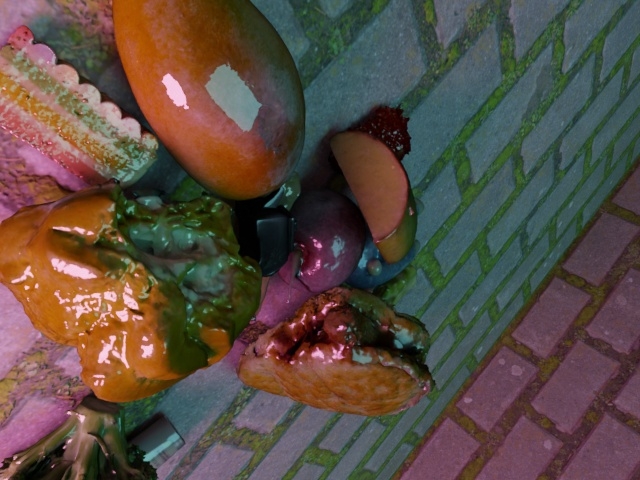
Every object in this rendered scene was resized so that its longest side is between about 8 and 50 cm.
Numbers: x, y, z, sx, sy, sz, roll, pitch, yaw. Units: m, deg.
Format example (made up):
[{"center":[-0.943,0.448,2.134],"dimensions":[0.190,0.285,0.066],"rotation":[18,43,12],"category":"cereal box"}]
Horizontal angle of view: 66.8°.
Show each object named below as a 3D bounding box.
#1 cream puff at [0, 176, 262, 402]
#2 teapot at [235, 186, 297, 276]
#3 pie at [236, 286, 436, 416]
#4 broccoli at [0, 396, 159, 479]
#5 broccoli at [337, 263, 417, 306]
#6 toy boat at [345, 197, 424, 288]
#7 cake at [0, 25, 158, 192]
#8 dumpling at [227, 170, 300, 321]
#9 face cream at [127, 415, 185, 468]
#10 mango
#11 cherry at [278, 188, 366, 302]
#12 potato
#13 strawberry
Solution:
[{"center":[-0.261,0.075,0.666],"dimensions":[0.323,0.274,0.270],"rotation":[3,76,-57],"category":"cream puff"},{"center":[-0.084,-0.014,0.828],"dimensions":[0.096,0.087,0.177],"rotation":[-16,128,-28],"category":"teapot"},{"center":[0.034,0.280,1.108],"dimensions":[0.395,0.180,0.418],"rotation":[33,133,-28],"category":"pie"},{"center":[-0.419,0.404,0.836],"dimensions":[0.269,0.261,0.242],"rotation":[19,77,-12],"category":"broccoli"},{"center":[0.157,0.169,1.315],"dimensions":[0.361,0.221,0.252],"rotation":[-50,152,-24],"category":"broccoli"},{"center":[0.171,0.011,1.225],"dimensions":[0.330,0.123,0.215],"rotation":[-20,124,-41],"category":"toy boat"},{"center":[-0.308,-0.147,0.612],"dimensions":[0.109,0.090,0.225],"rotation":[-49,143,-2],"category":"cake"},{"center":[-0.155,0.009,0.911],"dimensions":[0.166,0.086,0.332],"rotation":[4,117,-31],"category":"dumpling"},{"center":[-0.416,0.484,1.008],"dimensions":[0.269,0.073,0.107],"rotation":[-35,130,-23],"category":"face cream"},{"center":[-0.140,-0.219,0.662],"dimensions":[0.221,0.199,0.384],"rotation":[-34,127,-18],"category":"mango"},{"center":[0.000,0.000,0.999],"dimensions":[0.266,0.183,0.213],"rotation":[-36,153,-58],"category":"cherry"},{"center":[0.137,-0.071,1.008],"dimensions":[0.112,0.269,0.255],"rotation":[-23,150,7],"category":"potato"},{"center":[0.125,-0.190,1.069],"dimensions":[0.208,0.087,0.167],"rotation":[-41,143,-16],"category":"strawberry"}]
